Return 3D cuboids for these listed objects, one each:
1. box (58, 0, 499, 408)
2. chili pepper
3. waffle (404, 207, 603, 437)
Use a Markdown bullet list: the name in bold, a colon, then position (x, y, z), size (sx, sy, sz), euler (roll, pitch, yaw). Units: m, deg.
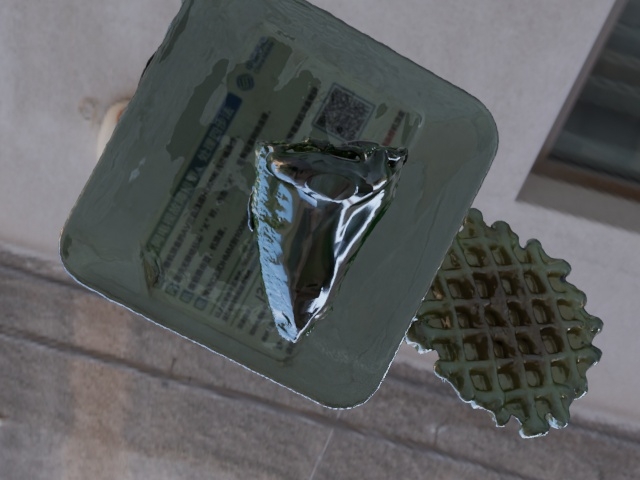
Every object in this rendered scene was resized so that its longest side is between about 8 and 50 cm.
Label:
- **box**: position (-0.046, -0.057, 1.165), size (0.396, 0.111, 0.396), euler (29, -95, -10)
- **chili pepper**: position (0.000, -0.003, 0.751), size (0.108, 0.216, 0.062), euler (2, -132, -8)
- **waffle**: position (0.258, 0.114, 1.434), size (0.292, 0.056, 0.309), euler (37, -130, -5)
